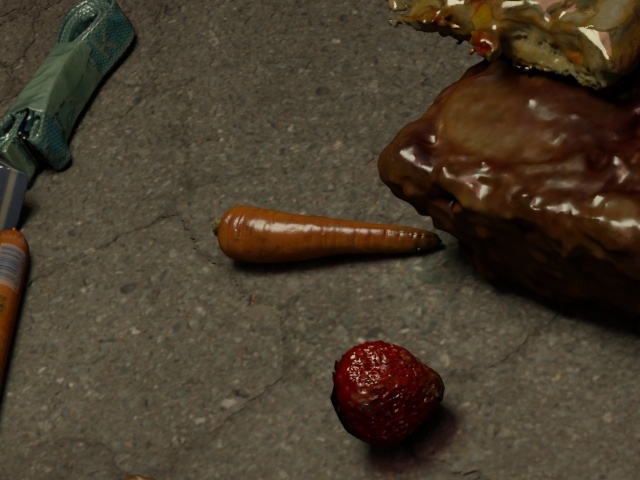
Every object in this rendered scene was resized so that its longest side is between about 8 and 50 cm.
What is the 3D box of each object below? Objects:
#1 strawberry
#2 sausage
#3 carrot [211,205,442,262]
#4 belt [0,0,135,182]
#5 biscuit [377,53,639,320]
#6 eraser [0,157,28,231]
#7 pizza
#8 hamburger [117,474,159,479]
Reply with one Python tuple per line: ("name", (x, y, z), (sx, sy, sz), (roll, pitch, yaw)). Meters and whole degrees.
("strawberry", (0.060, 0.136, 1.326), (0.106, 0.106, 0.106), (-13, 43, 12))
("sausage", (-0.360, 0.110, 1.571), (0.053, 0.053, 0.348), (-12, 44, 13))
("carrot", (0.000, 0.000, 1.527), (0.257, 0.061, 0.061), (5, 49, 20))
("belt", (-0.322, -0.196, 1.848), (0.087, 0.072, 0.302), (0, 47, 25))
("biscuit", (0.306, -0.085, 1.389), (0.395, 0.166, 0.342), (23, 61, 41))
("eraser", (-0.437, -0.080, 1.780), (0.225, 0.036, 0.082), (28, 104, 41))
("pizza", (0.198, -0.235, 1.420), (0.297, 0.071, 0.189), (17, 54, 39))
("hamburger", (-0.135, 0.397, 1.017), (0.396, 0.277, 0.395), (-13, 47, 15))
